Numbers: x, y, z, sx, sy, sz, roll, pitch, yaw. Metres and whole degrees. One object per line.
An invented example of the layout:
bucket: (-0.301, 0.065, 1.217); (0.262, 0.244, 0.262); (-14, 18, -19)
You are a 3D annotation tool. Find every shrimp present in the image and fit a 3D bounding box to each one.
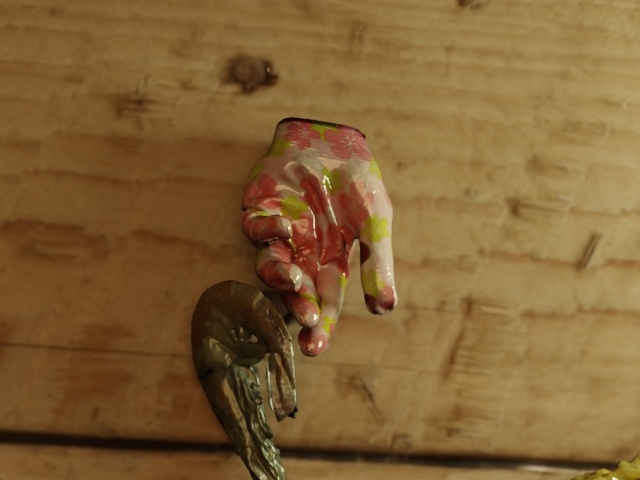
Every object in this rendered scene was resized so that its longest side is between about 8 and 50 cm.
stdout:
shrimp: (-0.060, 0.143, 1.655); (0.047, 0.126, 0.223); (-11, 75, -49)

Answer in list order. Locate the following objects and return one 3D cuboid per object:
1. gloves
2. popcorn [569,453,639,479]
gloves: (-0.007, 0.002, 1.692); (0.145, 0.126, 0.241); (20, 68, -29)
popcorn: (0.291, 0.292, 1.630); (0.180, 0.180, 0.170); (35, 113, 5)
